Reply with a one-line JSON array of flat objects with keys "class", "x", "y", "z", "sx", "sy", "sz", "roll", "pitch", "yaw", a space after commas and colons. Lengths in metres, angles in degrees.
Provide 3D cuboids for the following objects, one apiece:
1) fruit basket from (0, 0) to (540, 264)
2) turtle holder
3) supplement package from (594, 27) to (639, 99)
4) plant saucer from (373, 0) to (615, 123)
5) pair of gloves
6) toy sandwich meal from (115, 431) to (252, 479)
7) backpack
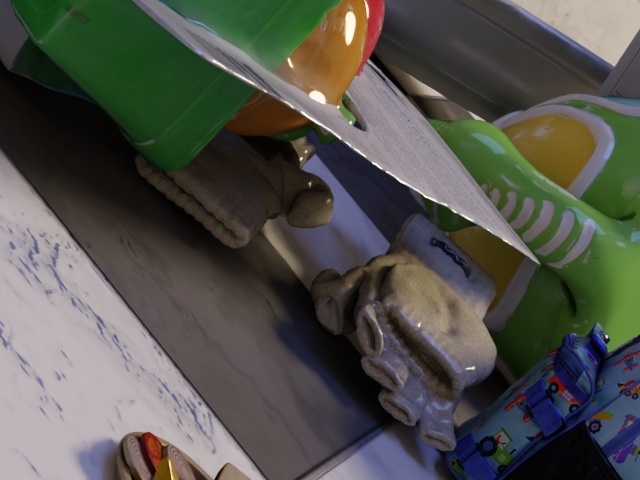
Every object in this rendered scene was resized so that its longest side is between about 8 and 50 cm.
[{"class": "fruit basket", "x": -0.054, "y": -0.131, "z": 0.992, "sx": 0.327, "sy": 0.165, "sz": 0.353, "roll": 53, "pitch": 10, "yaw": 32}, {"class": "turtle holder", "x": 0.184, "y": 0.017, "z": 1.257, "sx": 0.320, "sy": 0.243, "sz": 0.227, "roll": -15, "pitch": 40, "yaw": -39}, {"class": "supplement package", "x": 0.347, "y": -0.101, "z": 1.419, "sx": 0.198, "sy": 0.199, "sz": 0.263, "roll": 48, "pitch": -30, "yaw": 14}, {"class": "plant saucer", "x": 0.130, "y": -0.183, "z": 1.696, "sx": 0.400, "sy": 0.100, "sz": 0.400, "roll": 31, "pitch": 8, "yaw": -5}, {"class": "pair of gloves", "x": 0.000, "y": 0.000, "z": 1.039, "sx": 0.240, "sy": 0.042, "sz": 0.204, "roll": 40, "pitch": 21, "yaw": -10}, {"class": "toy sandwich meal", "x": -0.040, "y": 0.099, "z": 0.681, "sx": 0.085, "sy": 0.029, "sz": 0.085, "roll": 45, "pitch": 14, "yaw": -15}, {"class": "backpack", "x": 0.171, "y": 0.103, "z": 1.024, "sx": 0.117, "sy": 0.173, "sz": 0.158, "roll": 50, "pitch": 15, "yaw": 4}]
